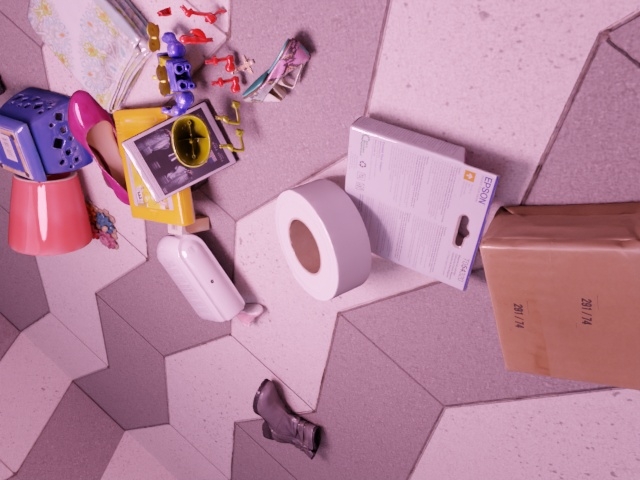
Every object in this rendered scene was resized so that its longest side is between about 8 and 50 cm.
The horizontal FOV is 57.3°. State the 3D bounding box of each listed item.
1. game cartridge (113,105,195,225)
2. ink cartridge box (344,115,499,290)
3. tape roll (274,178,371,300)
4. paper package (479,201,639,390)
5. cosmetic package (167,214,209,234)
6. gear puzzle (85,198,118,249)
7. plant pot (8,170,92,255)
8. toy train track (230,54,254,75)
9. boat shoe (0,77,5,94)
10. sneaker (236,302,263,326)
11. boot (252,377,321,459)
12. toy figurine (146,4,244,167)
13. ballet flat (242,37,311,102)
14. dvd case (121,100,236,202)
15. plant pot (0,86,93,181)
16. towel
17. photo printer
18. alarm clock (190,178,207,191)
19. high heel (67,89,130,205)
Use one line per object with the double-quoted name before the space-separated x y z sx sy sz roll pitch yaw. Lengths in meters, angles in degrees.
"game cartridge" -0.476 -0.211 1.655 0.285 0.053 0.323 9 113 43
"ink cartridge box" 0.208 -0.079 1.292 0.330 0.071 0.324 23 134 20
"tape roll" 0.000 0.000 1.413 0.286 0.100 0.286 42 144 41
"paper package" 0.494 0.099 1.134 0.310 0.168 0.324 1 123 39
"cosmetic package" -0.392 -0.047 1.744 0.060 0.115 0.041 9 104 31
"gear puzzle" -0.884 -0.090 2.148 0.339 0.044 0.175 28 135 18
"plant pot" -0.917 -0.113 1.972 0.275 0.275 0.243 18 116 27
"toy train track" -0.188 -0.409 1.387 0.083 0.014 0.048 -11 114 43
"boat shoe" -1.193 -0.497 2.027 0.303 0.114 0.091 -13 107 44
"sneaker" -0.222 0.243 1.887 0.134 0.051 0.070 -6 119 44
"boot" -0.104 0.626 2.060 0.223 0.118 0.338 16 141 25
"toy figurine" -0.320 -0.384 1.444 0.217 0.191 0.362 -144 41 -59
"ballet flat" -0.096 -0.362 1.317 0.079 0.077 0.221 35 140 -18
"dvd case" -0.365 -0.230 1.527 0.179 0.239 0.029 64 175 -19
"plant pot" -0.906 -0.328 1.861 0.236 0.212 0.236 20 132 26
"towel" -0.619 -0.562 1.550 0.374 0.090 0.320 50 137 -5
"photo printer" -0.390 0.107 1.837 0.307 0.107 0.256 57 153 -13
"alarm clock" -0.393 -0.189 1.684 0.129 0.064 0.192 37 140 9
"high heel" -0.616 -0.266 1.744 0.181 0.127 0.377 30 151 30
